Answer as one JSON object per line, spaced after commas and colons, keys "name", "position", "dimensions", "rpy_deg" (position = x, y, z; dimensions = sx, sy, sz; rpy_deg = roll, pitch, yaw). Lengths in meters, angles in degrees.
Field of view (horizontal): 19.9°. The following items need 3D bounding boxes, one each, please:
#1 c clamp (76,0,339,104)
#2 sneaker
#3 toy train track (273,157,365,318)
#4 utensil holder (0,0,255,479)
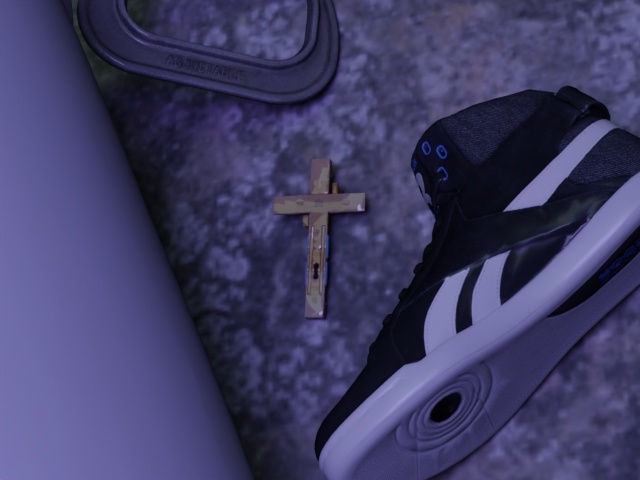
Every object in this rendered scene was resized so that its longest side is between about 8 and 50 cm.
{"name": "c clamp", "position": [-0.062, -0.138, 0.965], "dimensions": [0.161, 0.022, 0.137], "rpy_deg": [17, 57, -7]}
{"name": "sneaker", "position": [0.062, 0.016, 0.860], "dimensions": [0.217, 0.079, 0.121], "rpy_deg": [-40, 55, -7]}
{"name": "toy train track", "position": [0.000, 0.000, 0.924], "dimensions": [0.048, 0.014, 0.083], "rpy_deg": [-2, 73, 14]}
{"name": "utensil holder", "position": [-0.211, 0.060, 0.809], "dimensions": [0.327, 0.327, 0.385], "rpy_deg": [-31, 62, 8]}
